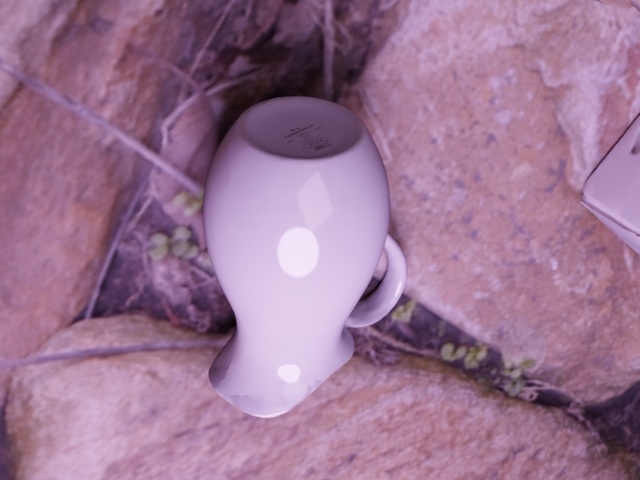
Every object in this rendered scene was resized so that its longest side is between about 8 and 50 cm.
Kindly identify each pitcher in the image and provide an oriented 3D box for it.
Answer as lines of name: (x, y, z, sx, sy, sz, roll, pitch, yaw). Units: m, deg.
pitcher: (0.000, 0.000, 0.914, 0.177, 0.125, 0.207, -29, 137, -36)

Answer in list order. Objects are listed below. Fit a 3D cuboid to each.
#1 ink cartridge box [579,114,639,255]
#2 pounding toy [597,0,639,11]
ink cartridge box: (0.342, -0.028, 1.080, 0.218, 0.092, 0.158, 35, 95, -33)
pounding toy: (0.269, -0.233, 0.901, 0.269, 0.155, 0.154, -22, 118, -16)
